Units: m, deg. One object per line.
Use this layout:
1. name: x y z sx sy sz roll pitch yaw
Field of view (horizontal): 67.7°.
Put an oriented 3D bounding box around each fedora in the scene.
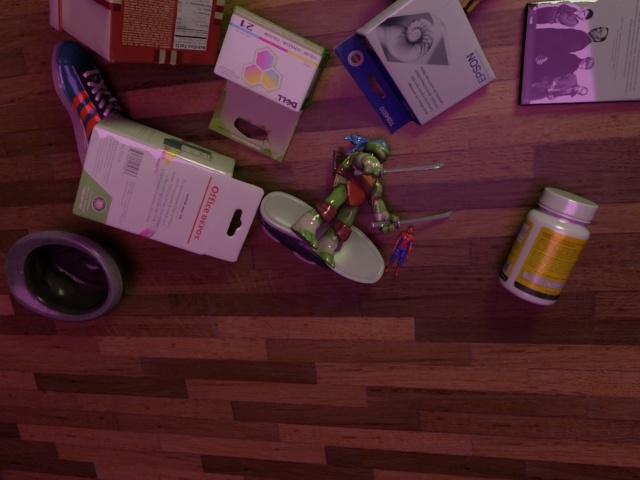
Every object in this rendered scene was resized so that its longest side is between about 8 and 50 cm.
1. fedora: -0.613 0.075 1.194 0.275 0.124 0.244 2 110 4

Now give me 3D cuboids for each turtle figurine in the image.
1. turtle figurine: 0.094 -0.065 0.921 0.274 0.198 0.266 40 84 6

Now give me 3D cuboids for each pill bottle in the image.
1. pill bottle: 0.444 0.010 0.933 0.119 0.119 0.209 19 111 6

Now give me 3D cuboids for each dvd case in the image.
1. dvd case: 0.490 -0.339 0.859 0.238 0.029 0.180 1 107 12

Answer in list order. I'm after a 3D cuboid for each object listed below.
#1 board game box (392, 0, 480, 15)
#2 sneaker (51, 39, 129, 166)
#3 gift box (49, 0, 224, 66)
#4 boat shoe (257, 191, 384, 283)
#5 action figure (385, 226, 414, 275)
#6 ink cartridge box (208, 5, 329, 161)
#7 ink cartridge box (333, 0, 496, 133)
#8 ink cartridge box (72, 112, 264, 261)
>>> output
1. board game box: 0.231 -0.481 0.796 0.165 0.042 0.243 29 133 -21
2. sneaker: -0.489 -0.289 1.066 0.120 0.108 0.303 -2 115 13
3. gift box: -0.323 -0.485 0.854 0.258 0.255 0.277 35 120 29
4. boat shoe: 0.000 0.000 1.051 0.302 0.091 0.114 36 67 1
5. action figure: 0.178 0.022 1.048 0.038 0.030 0.115 23 109 10
6. ink cartridge box: -0.118 -0.302 0.967 0.188 0.097 0.255 25 111 -2
7. ink cartridge box: 0.175 -0.325 0.878 0.223 0.045 0.223 -30 126 21
8. ink cartridge box: -0.318 -0.107 1.040 0.353 0.119 0.207 20 113 -15
